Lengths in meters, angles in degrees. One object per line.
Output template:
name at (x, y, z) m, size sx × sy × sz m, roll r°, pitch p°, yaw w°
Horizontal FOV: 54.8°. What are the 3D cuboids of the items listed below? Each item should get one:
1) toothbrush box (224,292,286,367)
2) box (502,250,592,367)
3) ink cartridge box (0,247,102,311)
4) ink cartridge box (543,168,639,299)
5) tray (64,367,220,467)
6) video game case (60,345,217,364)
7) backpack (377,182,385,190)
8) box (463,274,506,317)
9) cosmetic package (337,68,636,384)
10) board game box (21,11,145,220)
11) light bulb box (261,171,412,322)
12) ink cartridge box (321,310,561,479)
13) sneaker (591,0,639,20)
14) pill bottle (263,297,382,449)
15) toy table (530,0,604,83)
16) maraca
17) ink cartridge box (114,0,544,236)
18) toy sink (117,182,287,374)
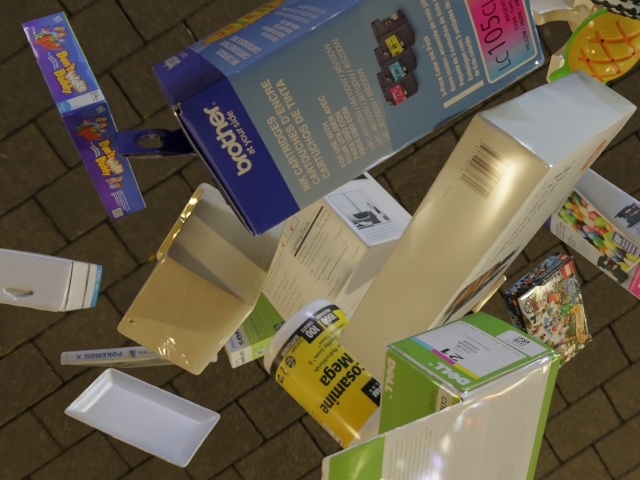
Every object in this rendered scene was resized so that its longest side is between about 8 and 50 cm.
toothbrush box at (-0.155, 0.196, 1.726) m, size 0.283 × 0.122 × 0.206 m, roll -21°, pitch 62°, yaw -16°
box at (0.481, 0.161, 1.295) m, size 0.159 × 0.044 × 0.233 m, roll -34°, pitch 118°, yaw -16°
ink cartridge box at (-0.446, 0.063, 0.990) m, size 0.139 × 0.191 × 0.082 m, roll 10°, pitch 83°, yaw -7°
ink cartridge box at (0.460, -0.031, 1.030) m, size 0.065 × 0.186 × 0.311 m, roll -40°, pitch 60°, yaw -5°
tray at (-0.351, 0.352, 1.225) m, size 0.270 × 0.145 × 0.030 m, roll 19°, pitch 123°, yaw 12°
video game case at (-0.489, 0.326, 1.714) m, size 0.300 × 0.329 × 0.036 m, roll -6°, pitch 75°, yaw 13°
backpack at (0.129, -0.078, 1.743) m, size 0.158 × 0.173 × 0.117 m, roll -42°, pitch 135°, yaw 16°
box at (0.446, 0.177, 1.850) m, size 0.201 × 0.164 × 0.021 m, roll -35°, pitch 97°, yaw -38°
cosmetic package at (0.202, -0.013, 0.780) m, size 0.097 × 0.284 × 0.377 m, roll 41°, pitch 133°, yaw 17°
board game box at (-0.451, -0.227, 1.206) m, size 0.078 × 0.347 × 0.233 m, roll -24°, pitch 67°, yaw -15°
light bulb box at (0.000, 0.000, 1.546) m, size 0.361 × 0.225 × 0.358 m, roll 49°, pitch 129°, yaw 25°
ink cartridge box at (0.079, 0.190, 0.541) m, size 0.255 × 0.097 × 0.189 m, roll -12°, pitch 116°, yaw -33°
sneaker at (0.420, -0.344, 0.788) m, size 0.110 × 0.292 × 0.118 m, roll 28°, pitch 118°, yaw 17°
pill bottle at (0.067, 0.280, 1.162) m, size 0.334 × 0.188 × 0.188 m, roll 40°, pitch 92°, yaw 20°
toy table at (0.541, -0.452, 1.248) m, size 0.161 × 0.274 × 0.252 m, roll -30°, pitch 132°, yaw -17°
maraca at (0.477, -0.317, 1.056) m, size 0.127 × 0.099 × 0.185 m, roll 18°, pitch 137°, yaw -8°
ink cartridge box at (-0.017, -0.168, 0.648) m, size 0.395 × 0.270 × 0.151 m, roll -33°, pitch 118°, yaw -5°
toy sink at (-0.152, 0.030, 0.831) m, size 0.131 × 0.234 × 0.153 m, roll 33°, pitch 123°, yaw -12°
